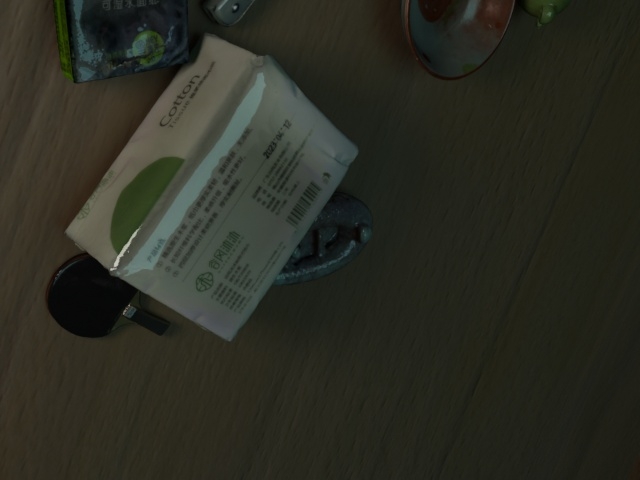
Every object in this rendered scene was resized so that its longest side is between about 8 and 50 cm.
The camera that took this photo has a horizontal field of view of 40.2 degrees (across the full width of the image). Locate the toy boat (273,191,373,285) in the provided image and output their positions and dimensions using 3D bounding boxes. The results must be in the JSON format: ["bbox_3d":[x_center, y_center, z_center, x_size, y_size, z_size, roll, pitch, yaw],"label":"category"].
[{"bbox_3d":[0.000,0.000,1.490,0.227,0.085,0.155,-20,123,-32],"label":"toy boat"}]

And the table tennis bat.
[{"bbox_3d":[-0.314,0.096,1.320,0.220,0.019,0.130,35,89,-44],"label":"table tennis bat"}]

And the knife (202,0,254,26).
[{"bbox_3d":[-0.064,-0.409,1.248,0.265,0.040,0.073,-50,146,-8],"label":"knife"}]

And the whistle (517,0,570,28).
[{"bbox_3d":[0.401,-0.514,1.537,0.106,0.131,0.288,2,120,4],"label":"whistle"}]

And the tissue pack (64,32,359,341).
[{"bbox_3d":[-0.146,-0.073,1.249,0.356,0.194,0.266,-55,135,-5],"label":"tissue pack"}]

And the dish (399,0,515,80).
[{"bbox_3d":[0.211,-0.403,1.456,0.260,0.085,0.260,-20,123,-34],"label":"dish"}]

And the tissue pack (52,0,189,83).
[{"bbox_3d":[-0.252,-0.330,1.105,0.173,0.073,0.235,-17,123,-35],"label":"tissue pack"}]
